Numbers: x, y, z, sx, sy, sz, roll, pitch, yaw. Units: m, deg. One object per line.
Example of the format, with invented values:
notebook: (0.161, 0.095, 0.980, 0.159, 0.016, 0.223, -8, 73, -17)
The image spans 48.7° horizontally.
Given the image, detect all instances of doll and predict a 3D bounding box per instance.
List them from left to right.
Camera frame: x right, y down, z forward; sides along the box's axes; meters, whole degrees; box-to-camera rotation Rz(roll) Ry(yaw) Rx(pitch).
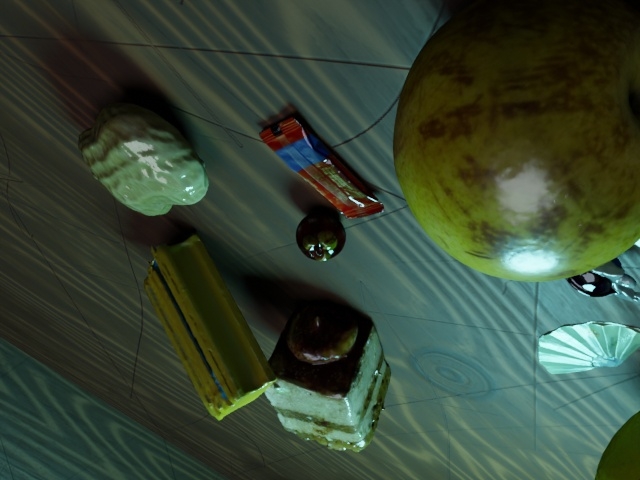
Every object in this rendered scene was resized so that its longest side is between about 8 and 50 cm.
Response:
doll: (0.349, 0.031, 0.952, 0.195, 0.070, 0.096, 31, 163, 0)

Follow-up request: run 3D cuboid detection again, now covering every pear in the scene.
pear: (0.198, -0.096, 0.677, 0.281, 0.281, 0.281, 17, 148, 11)

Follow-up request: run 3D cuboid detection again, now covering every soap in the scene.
soap: (-0.217, 0.163, 1.332, 0.324, 0.096, 0.204, 60, 151, 11)

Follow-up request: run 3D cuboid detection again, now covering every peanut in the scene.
peanut: (-0.278, -0.119, 1.090, 0.197, 0.110, 0.233, 41, 142, -26)

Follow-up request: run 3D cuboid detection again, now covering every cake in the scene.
cake: (0.015, 0.261, 1.392, 0.196, 0.199, 0.293, 12, 145, 22)

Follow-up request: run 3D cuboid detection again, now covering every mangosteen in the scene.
mangosteen: (0.000, -0.003, 1.113, 0.081, 0.081, 0.081, 17, 148, 11)

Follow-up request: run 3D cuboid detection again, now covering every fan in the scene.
fan: (0.437, 0.181, 1.174, 0.131, 0.009, 0.240, 30, 148, -6)

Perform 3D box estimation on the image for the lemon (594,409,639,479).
lemon: (0.594, 0.407, 1.098, 0.336, 0.336, 0.336, 17, 148, 11)

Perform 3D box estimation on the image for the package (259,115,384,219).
package: (0.004, -0.099, 1.019, 0.083, 0.022, 0.200, -17, 129, 45)

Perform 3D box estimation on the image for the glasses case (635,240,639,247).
glasses case: (0.437, -0.008, 0.861, 0.184, 0.039, 0.078, 30, 147, -10)
